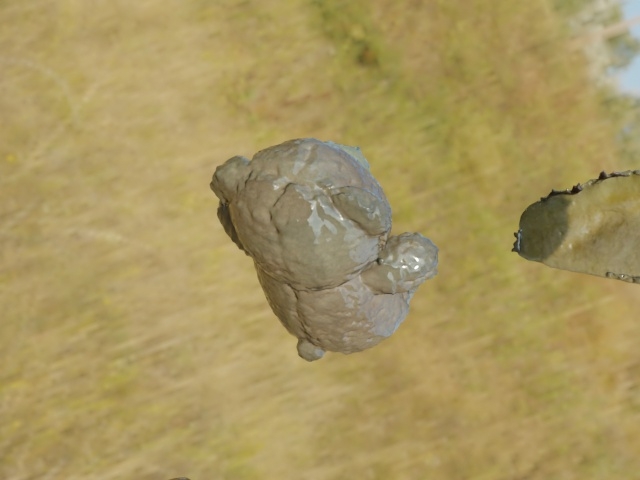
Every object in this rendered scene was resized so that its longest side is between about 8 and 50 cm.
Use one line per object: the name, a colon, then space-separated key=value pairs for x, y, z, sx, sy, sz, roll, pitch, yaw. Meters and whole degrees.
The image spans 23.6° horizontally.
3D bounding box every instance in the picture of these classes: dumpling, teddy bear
dumpling: x=0.413 y=-0.017 z=1.893 sx=0.086 sy=0.332 sz=0.166 roll=-38 pitch=142 yaw=-69
teddy bear: x=0.000 y=0.001 z=1.501 sx=0.151 sy=0.236 sz=0.267 roll=-61 pitch=151 yaw=-33

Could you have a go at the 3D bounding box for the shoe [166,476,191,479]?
shoe: x=-0.163 y=0.341 z=1.908 sx=0.109 sy=0.072 sz=0.069 roll=25 pitch=-58 yaw=48
